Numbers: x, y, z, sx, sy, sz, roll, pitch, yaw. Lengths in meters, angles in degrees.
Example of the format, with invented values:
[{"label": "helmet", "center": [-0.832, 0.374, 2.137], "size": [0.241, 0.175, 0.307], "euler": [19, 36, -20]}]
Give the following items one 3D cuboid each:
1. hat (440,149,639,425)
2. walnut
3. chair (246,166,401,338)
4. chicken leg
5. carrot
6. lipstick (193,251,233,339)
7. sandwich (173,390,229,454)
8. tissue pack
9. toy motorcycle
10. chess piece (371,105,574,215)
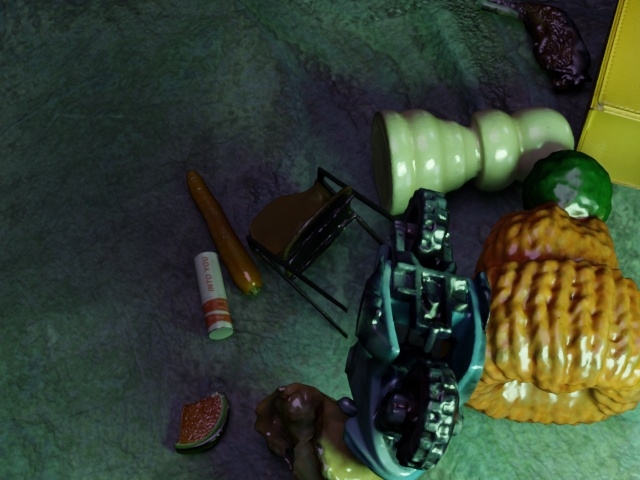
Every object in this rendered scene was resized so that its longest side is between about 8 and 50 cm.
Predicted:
[{"label": "hat", "center": [0.317, 0.039, 1.643], "size": [0.285, 0.285, 0.400], "euler": [3, 70, 5]}, {"label": "walnut", "center": [0.014, 0.299, 1.594], "size": [0.141, 0.204, 0.238], "euler": [-5, 66, -23]}, {"label": "chair", "center": [0.000, 0.000, 1.771], "size": [0.247, 0.172, 0.159], "euler": [41, 73, 14]}, {"label": "chicken leg", "center": [0.361, -0.344, 1.981], "size": [0.106, 0.051, 0.253], "euler": [-37, 63, -9]}, {"label": "carrot", "center": [-0.153, -0.015, 1.850], "size": [0.043, 0.043, 0.248], "euler": [-26, 62, -9]}, {"label": "lipstick", "center": [-0.161, 0.082, 1.799], "size": [0.038, 0.038, 0.131], "euler": [-13, 62, -3]}, {"label": "sandwich", "center": [-0.166, 0.259, 1.716], "size": [0.069, 0.026, 0.101], "euler": [4, 60, 10]}, {"label": "tissue pack", "center": [0.493, -0.243, 1.842], "size": [0.145, 0.194, 0.275], "euler": [17, 66, 8]}, {"label": "toy motorcycle", "center": [0.106, 0.131, 1.509], "size": [0.172, 0.232, 0.416], "euler": [11, 46, -10]}, {"label": "chess piece", "center": [0.236, -0.130, 1.827], "size": [0.299, 0.167, 0.167], "euler": [-6, 62, -6]}]
